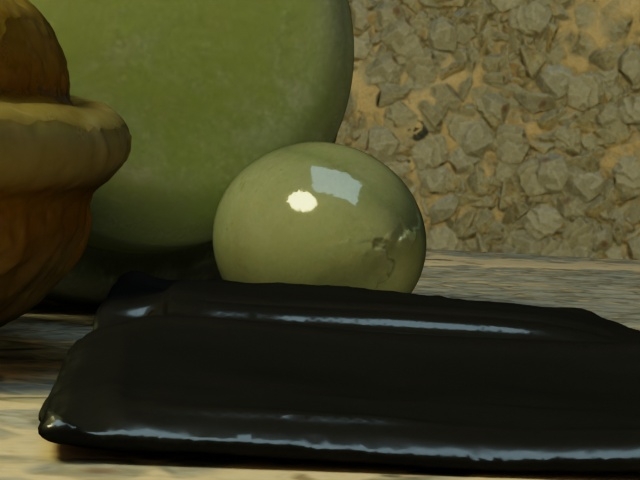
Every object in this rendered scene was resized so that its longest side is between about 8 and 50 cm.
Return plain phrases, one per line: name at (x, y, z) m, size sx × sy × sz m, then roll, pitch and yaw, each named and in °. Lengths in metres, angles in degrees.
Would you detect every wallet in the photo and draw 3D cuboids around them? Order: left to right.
wallet at (0.021, 0.048, 0.756) m, size 0.247 × 0.041 × 0.323 m, roll 2°, pitch 5°, yaw -3°

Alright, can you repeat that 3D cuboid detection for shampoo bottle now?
shampoo bottle at (-0.149, -0.115, 1.265) m, size 0.323 × 0.322 × 0.317 m, roll 2°, pitch -4°, yaw -26°

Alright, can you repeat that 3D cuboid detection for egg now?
egg at (0.000, 0.000, 1.078) m, size 0.114 × 0.114 × 0.152 m, roll 1°, pitch 3°, yaw -32°

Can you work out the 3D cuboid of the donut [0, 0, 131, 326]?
donut at (-0.310, -0.049, 0.917) m, size 0.449 × 0.198 × 0.449 m, roll 3°, pitch 3°, yaw 0°
